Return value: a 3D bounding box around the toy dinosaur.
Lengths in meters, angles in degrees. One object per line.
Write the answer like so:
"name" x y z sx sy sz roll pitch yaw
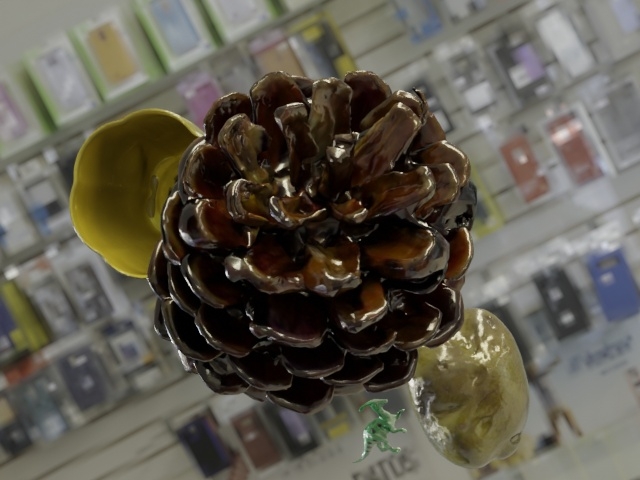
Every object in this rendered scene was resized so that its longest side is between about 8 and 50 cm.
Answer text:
"toy dinosaur" 0.052 0.191 1.586 0.083 0.062 0.021 -29 23 21

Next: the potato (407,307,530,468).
"potato" 0.190 0.188 2.021 0.155 0.200 0.137 -21 6 -2

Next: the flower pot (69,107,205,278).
"flower pot" -0.175 -0.050 1.871 0.195 0.195 0.179 -26 -8 12

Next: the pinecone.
"pinecone" 0.003 0.002 1.335 0.298 0.242 0.296 -32 -29 -16
